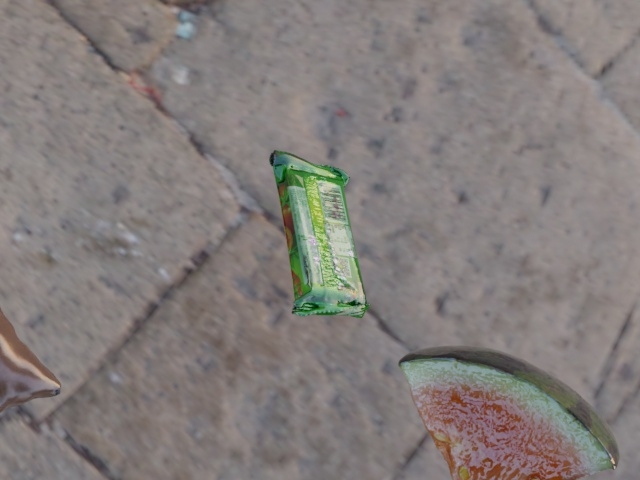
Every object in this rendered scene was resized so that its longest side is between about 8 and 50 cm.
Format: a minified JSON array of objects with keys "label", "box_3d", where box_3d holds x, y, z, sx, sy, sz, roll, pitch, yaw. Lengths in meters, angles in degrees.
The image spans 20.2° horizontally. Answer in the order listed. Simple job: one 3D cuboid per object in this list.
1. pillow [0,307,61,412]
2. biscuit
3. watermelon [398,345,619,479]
[{"label":"pillow","box_3d":[-0.382,0.054,1.203,0.305,0.108,0.307,-33,93,-5]},{"label":"biscuit","box_3d":[0.000,0.000,0.874,0.046,0.016,0.089,12,53,-34]},{"label":"watermelon","box_3d":[0.113,0.118,1.073,0.094,0.135,0.125,-61,142,-8]}]
